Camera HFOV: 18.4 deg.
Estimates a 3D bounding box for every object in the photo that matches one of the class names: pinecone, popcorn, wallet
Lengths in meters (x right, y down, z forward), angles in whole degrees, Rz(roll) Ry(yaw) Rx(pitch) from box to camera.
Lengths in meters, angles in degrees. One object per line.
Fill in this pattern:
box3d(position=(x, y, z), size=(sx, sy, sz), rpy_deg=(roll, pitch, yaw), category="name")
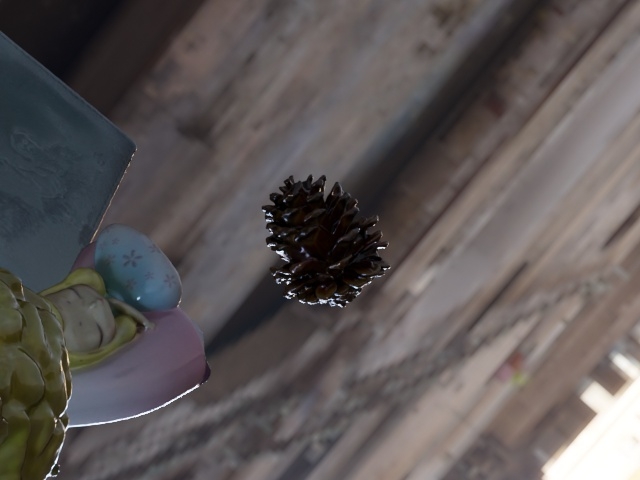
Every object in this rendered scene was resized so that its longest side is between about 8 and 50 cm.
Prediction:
box3d(position=(-0.003, 0.002, 1.591), size=(0.109, 0.102, 0.102), rpy_deg=(49, -168, -1), category="pinecone")
box3d(position=(-0.270, 0.104, 1.212), size=(0.237, 0.206, 0.251), rpy_deg=(10, 171, -16), category="popcorn")
box3d(position=(-0.339, -0.077, 2.128), size=(0.251, 0.054, 0.290), rpy_deg=(42, -137, -21), category="wallet")

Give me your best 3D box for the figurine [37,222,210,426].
box3d(position=(-0.300, 0.067, 1.751), size=(0.316, 0.206, 0.284), rpy_deg=(-20, -101, -44), category="figurine")
